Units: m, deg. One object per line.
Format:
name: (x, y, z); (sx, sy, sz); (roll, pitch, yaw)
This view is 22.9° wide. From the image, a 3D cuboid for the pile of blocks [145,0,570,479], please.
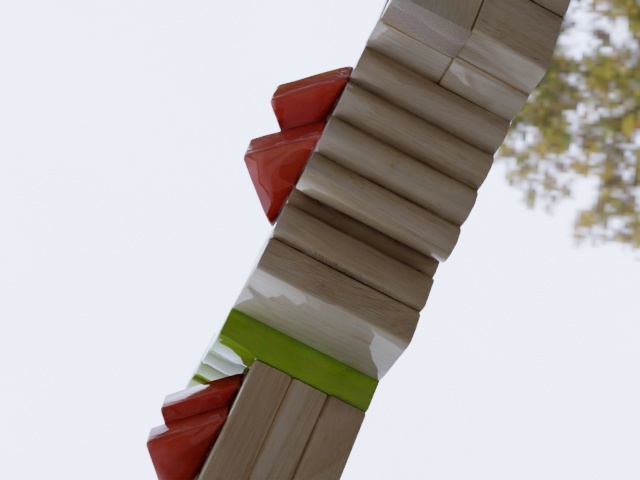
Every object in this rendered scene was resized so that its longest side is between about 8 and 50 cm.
pile of blocks: (0.000, 0.000, 0.809); (0.112, 0.149, 0.362); (27, -95, -5)
